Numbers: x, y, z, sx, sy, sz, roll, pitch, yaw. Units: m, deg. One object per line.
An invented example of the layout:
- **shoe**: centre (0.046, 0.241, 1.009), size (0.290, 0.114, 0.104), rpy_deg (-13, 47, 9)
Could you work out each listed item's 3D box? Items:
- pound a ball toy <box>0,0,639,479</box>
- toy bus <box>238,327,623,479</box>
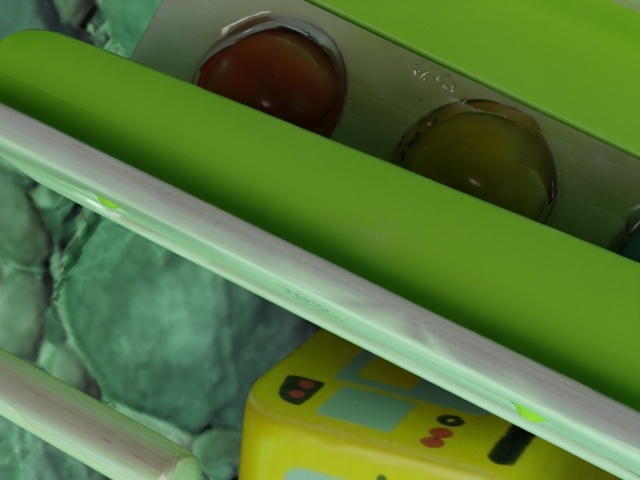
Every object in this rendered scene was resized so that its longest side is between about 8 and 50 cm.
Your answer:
- **pound a ball toy**: centre (0.000, 0.000, 0.576), size (0.319, 0.136, 0.208), rpy_deg (25, 85, 25)
- **toy bus**: centre (0.035, 0.205, 0.677), size (0.130, 0.108, 0.333), rpy_deg (12, 111, 19)
